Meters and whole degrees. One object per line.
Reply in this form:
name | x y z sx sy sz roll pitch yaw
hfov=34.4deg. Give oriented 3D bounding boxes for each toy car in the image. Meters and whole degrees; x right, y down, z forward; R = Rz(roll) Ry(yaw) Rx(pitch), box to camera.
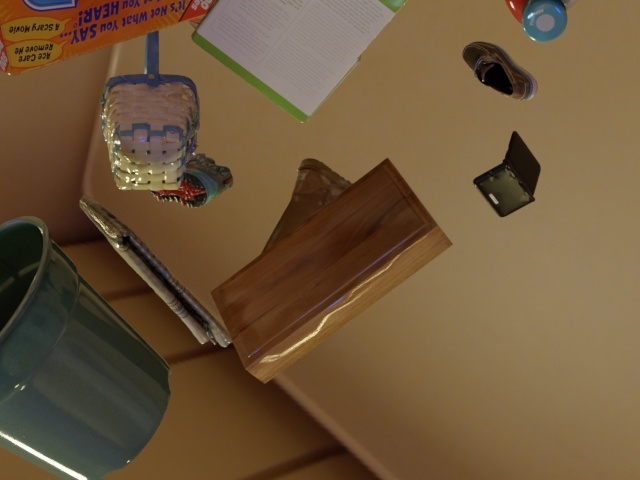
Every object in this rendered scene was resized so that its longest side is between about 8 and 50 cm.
toy car | 0.344 -0.485 1.683 0.238 0.210 0.219 39 -149 -15

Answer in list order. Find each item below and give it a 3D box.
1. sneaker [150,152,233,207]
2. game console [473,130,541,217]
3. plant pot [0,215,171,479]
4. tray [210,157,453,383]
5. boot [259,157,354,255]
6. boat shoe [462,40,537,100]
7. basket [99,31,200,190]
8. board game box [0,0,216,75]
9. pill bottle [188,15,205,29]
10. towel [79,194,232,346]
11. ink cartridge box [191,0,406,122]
sneaker | -0.289 -0.140 2.261 0.125 0.104 0.262 -26 -146 -35
game console | 0.337 -0.118 1.857 0.122 0.107 0.071 44 -155 -41
plant pot | -0.433 0.197 1.617 0.334 0.341 0.341 46 -170 -32
tray | 0.011 0.050 1.831 0.076 0.411 0.203 47 -171 -46
boot | 0.000 0.000 2.106 0.236 0.269 0.089 30 156 -23
boat shoe | 0.328 -0.326 1.955 0.066 0.066 0.183 -10 -142 -39
basket | -0.348 -0.258 2.110 0.201 0.254 0.289 -3 -121 -12
board game box | -0.415 -0.492 1.517 0.356 0.356 0.356 -28 -145 -34
pill bottle | -0.156 -0.497 2.247 0.224 0.224 0.392 33 176 28
towel | -0.323 0.064 1.968 0.324 0.056 0.312 50 170 -29
ink cartridge box | -0.013 -0.306 1.316 0.189 0.255 0.097 36 -146 -13
